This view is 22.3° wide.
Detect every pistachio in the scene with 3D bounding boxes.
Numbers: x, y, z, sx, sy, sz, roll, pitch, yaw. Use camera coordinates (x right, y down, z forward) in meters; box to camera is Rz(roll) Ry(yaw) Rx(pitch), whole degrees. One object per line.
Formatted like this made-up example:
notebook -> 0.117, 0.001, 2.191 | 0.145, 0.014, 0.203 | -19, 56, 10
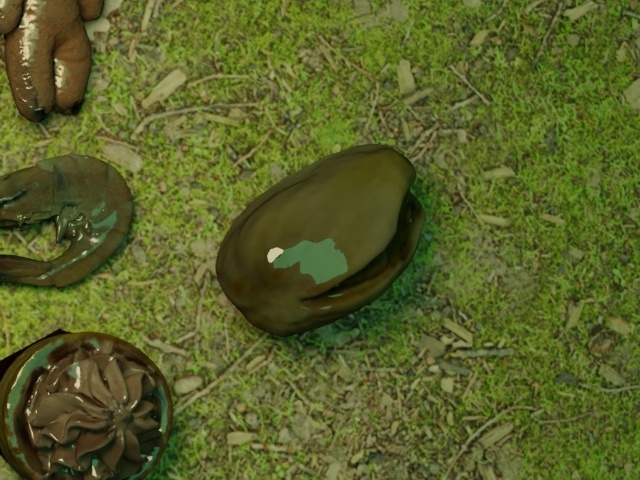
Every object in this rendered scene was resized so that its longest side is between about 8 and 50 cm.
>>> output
pistachio -> 0.000, 0.000, 1.930 | 0.288, 0.197, 0.166 | -37, 139, -32

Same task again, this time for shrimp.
shrimp -> -0.332, -0.010, 1.857 | 0.254, 0.059, 0.145 | -24, 101, -26

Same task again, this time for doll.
doll -> -0.347, -0.291, 1.866 | 0.201, 0.156, 0.303 | -20, 113, -61

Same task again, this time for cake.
cake -> -0.262, 0.189, 1.789 | 0.208, 0.178, 0.185 | 33, 73, -10
